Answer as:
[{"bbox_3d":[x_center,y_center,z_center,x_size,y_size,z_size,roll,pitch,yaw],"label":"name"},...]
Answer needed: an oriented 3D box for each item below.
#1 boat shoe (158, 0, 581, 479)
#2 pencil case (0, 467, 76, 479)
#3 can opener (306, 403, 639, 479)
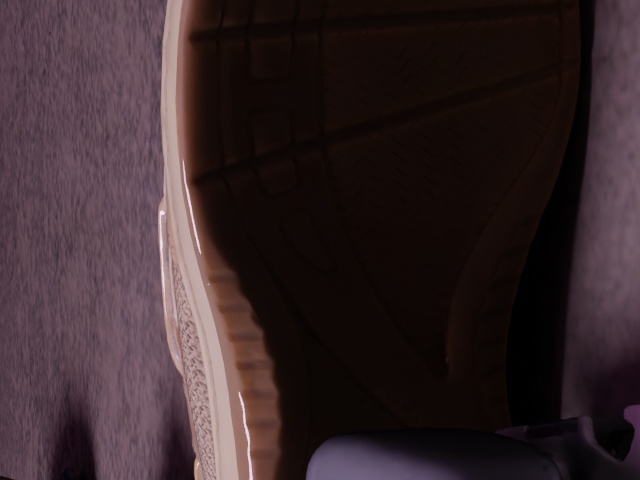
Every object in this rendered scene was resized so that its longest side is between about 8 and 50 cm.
[{"bbox_3d":[0.000,0.000,0.513,0.110,0.122,0.341,-153,62,-67],"label":"boat shoe"},{"bbox_3d":[-0.228,0.360,1.113,0.183,0.160,0.410,46,-144,-70],"label":"pencil case"},{"bbox_3d":[0.082,0.067,0.344,0.280,0.093,0.074,156,113,-64],"label":"can opener"}]
